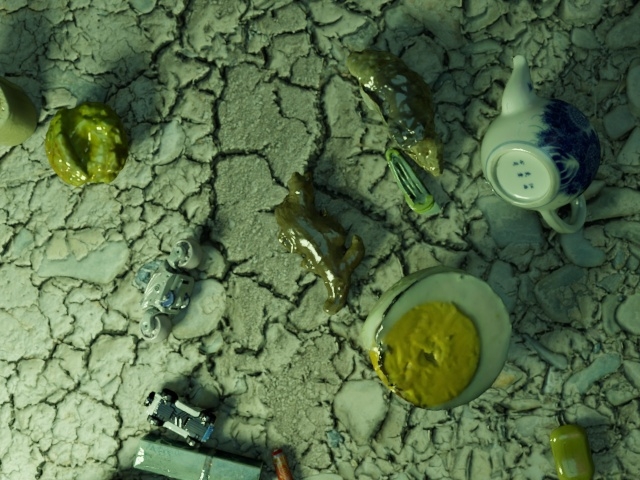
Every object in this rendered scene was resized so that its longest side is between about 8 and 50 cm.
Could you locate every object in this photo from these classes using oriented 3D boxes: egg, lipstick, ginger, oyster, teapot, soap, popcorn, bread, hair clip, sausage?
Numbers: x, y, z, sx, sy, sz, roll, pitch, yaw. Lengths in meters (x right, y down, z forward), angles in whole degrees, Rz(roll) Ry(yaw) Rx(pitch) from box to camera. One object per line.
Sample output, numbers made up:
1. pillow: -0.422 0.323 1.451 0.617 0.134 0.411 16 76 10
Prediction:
1. egg: 0.237 0.192 1.445 0.337 0.201 0.337 -6 108 -18
2. lipstick: -0.279 0.511 1.491 0.289 0.077 0.076 12 88 1
3. ginger: -0.001 -0.002 1.510 0.166 0.080 0.333 -32 85 10
4. oyster: 0.192 -0.302 1.506 0.166 0.110 0.341 -21 89 0
5. teapot: 0.501 -0.205 1.457 0.280 0.252 0.424 -43 112 -37
6. soap: 0.584 0.496 1.514 0.089 0.045 0.140 -12 88 -4
7. popcorn: -0.531 -0.214 1.484 0.197 0.155 0.198 4 79 -19
8. bread: -0.742 -0.298 1.485 0.134 0.141 0.148 -21 87 3
9. hair clip: 0.210 -0.136 1.539 0.060 0.033 0.188 -32 91 1
10. sausage: -0.085 0.542 1.514 0.034 0.034 0.129 -17 89 -1

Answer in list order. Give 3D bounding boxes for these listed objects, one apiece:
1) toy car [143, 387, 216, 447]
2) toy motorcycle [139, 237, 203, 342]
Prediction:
1. toy car: -0.325 0.400 1.498 0.170 0.070 0.080 29 88 -1
2. toy motorcycle: -0.355 0.110 1.504 0.112 0.112 0.254 22 89 0
